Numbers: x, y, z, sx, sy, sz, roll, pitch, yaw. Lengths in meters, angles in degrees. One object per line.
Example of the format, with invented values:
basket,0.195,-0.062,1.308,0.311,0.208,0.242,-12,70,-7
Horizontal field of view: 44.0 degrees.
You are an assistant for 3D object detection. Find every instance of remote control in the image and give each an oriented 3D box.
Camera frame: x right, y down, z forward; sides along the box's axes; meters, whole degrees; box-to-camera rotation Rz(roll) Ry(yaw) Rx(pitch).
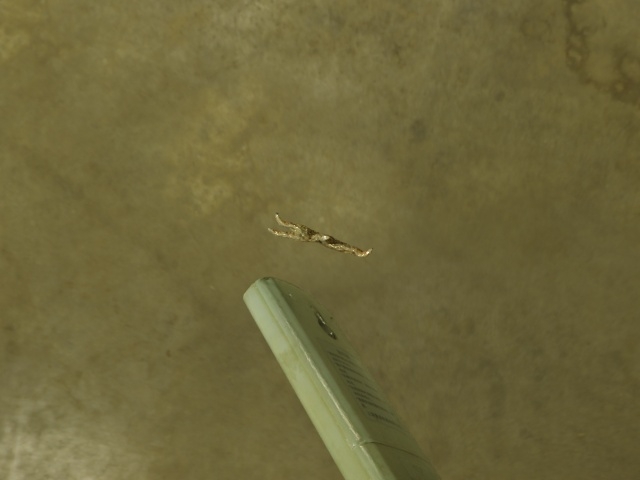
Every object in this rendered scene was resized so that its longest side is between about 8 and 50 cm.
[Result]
remote control,0.022,0.120,0.570,0.038,0.098,0.233,-43,48,10

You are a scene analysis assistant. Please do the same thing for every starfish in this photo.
starfish,0.000,0.000,0.646,0.092,0.086,0.016,11,79,28
